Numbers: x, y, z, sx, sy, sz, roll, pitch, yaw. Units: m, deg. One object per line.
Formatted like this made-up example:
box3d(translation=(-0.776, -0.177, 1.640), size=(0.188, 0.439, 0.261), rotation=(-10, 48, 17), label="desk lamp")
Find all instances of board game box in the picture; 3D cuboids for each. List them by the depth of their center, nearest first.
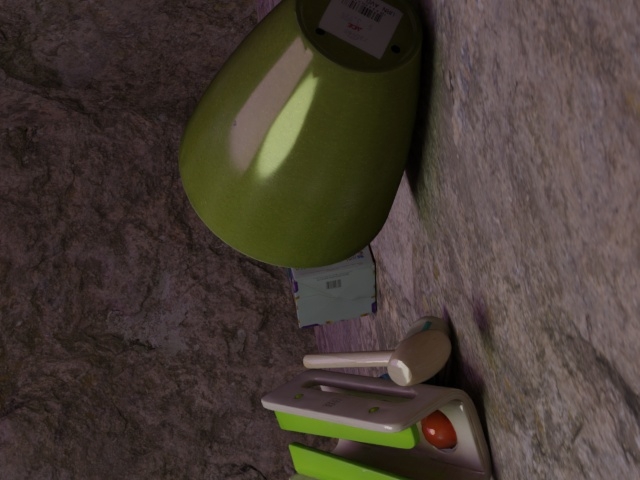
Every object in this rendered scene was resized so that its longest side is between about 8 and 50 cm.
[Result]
box3d(translation=(0.000, 0.000, 1.833), size=(0.142, 0.144, 0.275), rotation=(85, 173, -48), label="board game box")

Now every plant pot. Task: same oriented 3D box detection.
box3d(translation=(-0.002, -0.156, 1.134), size=(0.293, 0.274, 0.275), rotation=(119, 142, -58), label="plant pot")

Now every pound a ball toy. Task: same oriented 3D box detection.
box3d(translation=(0.068, 0.189, 1.161), size=(0.319, 0.135, 0.208), rotation=(-4, 107, 54), label="pound a ball toy")

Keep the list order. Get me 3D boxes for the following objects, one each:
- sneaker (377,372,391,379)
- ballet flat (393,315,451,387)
box3d(translation=(0.094, 0.297, 1.519), size=(0.262, 0.125, 0.104), rotation=(-114, 14, -68), label="sneaker")
box3d(translation=(0.127, 0.169, 1.274), size=(0.248, 0.086, 0.086), rotation=(92, 167, -59), label="ballet flat")
